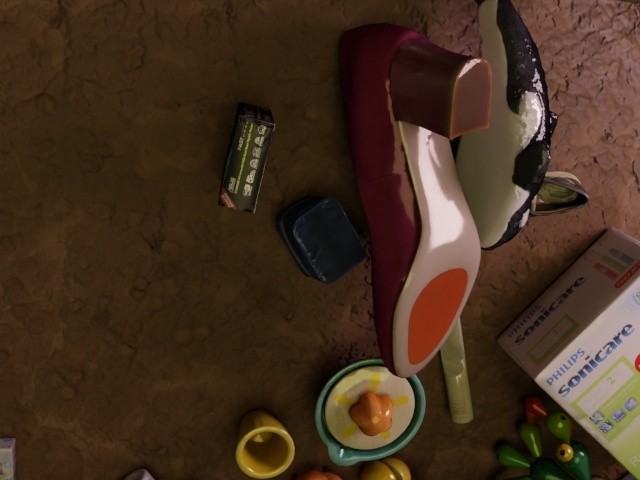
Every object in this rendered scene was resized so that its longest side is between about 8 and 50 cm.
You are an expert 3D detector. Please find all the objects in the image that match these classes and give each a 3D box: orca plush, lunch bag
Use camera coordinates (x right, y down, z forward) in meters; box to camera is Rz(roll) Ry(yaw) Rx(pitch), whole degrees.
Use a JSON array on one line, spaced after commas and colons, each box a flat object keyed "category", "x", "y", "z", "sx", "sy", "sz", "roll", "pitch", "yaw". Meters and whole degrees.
[{"category": "orca plush", "x": 0.208, "y": -0.138, "z": 0.898, "sx": 0.102, "sy": 0.151, "sz": 0.287, "roll": -9, "pitch": 90, "yaw": -36}, {"category": "lunch bag", "x": 0.000, "y": 0.000, "z": 0.913, "sx": 0.067, "sy": 0.065, "sz": 0.098, "roll": -34, "pitch": 110, "yaw": -16}]

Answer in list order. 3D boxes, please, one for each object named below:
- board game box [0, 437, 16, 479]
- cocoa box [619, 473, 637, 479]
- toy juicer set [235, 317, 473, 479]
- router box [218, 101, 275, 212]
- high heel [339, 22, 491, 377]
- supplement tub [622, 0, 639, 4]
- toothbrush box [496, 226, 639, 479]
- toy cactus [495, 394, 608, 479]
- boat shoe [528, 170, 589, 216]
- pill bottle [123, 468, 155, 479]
[{"category": "board game box", "x": -0.429, "y": 0.278, "z": 0.929, "sx": 0.154, "sy": 0.026, "sz": 0.103, "roll": 1, "pitch": 106, "yaw": -12}, {"category": "cocoa box", "x": 0.421, "y": 0.498, "z": 1.065, "sx": 0.347, "sy": 0.228, "sz": 0.231, "roll": -37, "pitch": 110, "yaw": 1}, {"category": "toy juicer set", "x": 0.078, "y": 0.226, "z": 0.985, "sx": 0.329, "sy": 0.089, "sz": 0.209, "roll": -33, "pitch": 110, "yaw": -1}, {"category": "router box", "x": -0.077, "y": -0.088, "z": 0.839, "sx": 0.038, "sy": 0.122, "sz": 0.092, "roll": 13, "pitch": 104, "yaw": -9}, {"category": "high heel", "x": 0.080, "y": -0.040, "z": 0.895, "sx": 0.127, "sy": 0.181, "sz": 0.377, "roll": -10, "pitch": 118, "yaw": -39}, {"category": "supplement tub", "x": 0.303, "y": -0.407, "z": 0.763, "sx": 0.228, "sy": 0.228, "sz": 0.316, "roll": 20, "pitch": 102, "yaw": -17}, {"category": "toothbrush box", "x": 0.397, "y": 0.159, "z": 1.015, "sx": 0.206, "sy": 0.122, "sz": 0.283, "roll": -45, "pitch": 109, "yaw": 4}, {"category": "toy cactus", "x": 0.302, "y": 0.304, "z": 1.021, "sx": 0.180, "sy": 0.112, "sz": 0.219, "roll": 22, "pitch": 121, "yaw": 23}, {"category": "boat shoe", "x": 0.239, "y": -0.055, "z": 0.953, "sx": 0.152, "sy": 0.049, "sz": 0.056, "roll": -7, "pitch": 110, "yaw": -9}, {"category": "pill bottle", "x": -0.203, "y": 0.317, "z": 0.979, "sx": 0.043, "sy": 0.043, "sz": 0.083, "roll": -33, "pitch": 110, "yaw": 0}]
